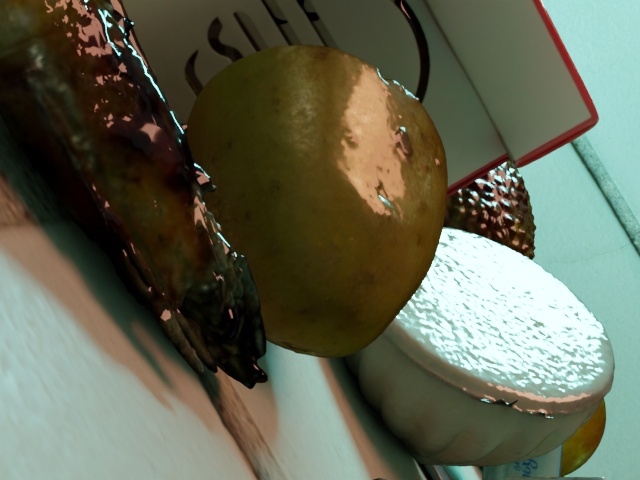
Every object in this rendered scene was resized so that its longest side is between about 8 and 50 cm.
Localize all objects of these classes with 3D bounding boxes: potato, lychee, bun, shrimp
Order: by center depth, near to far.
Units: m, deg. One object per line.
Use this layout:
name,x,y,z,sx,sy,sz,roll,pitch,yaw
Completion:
shrimp,-0.115,-0.091,0.598,0.365,0.071,0.233,63,7,-20
potato,0.000,0.000,0.745,0.203,0.178,0.158,72,11,-52
bun,0.122,0.123,1.062,0.263,0.175,0.263,17,32,-11
lychee,0.179,-0.027,1.622,0.260,0.261,0.260,58,7,-12

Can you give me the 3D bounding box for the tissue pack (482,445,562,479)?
tissue pack,0.230,0.194,1.272,0.177,0.089,0.263,37,56,-73

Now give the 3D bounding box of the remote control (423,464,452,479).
remote control,0.147,0.271,1.117,0.184,0.027,0.050,59,7,4

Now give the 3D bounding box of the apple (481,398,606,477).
apple,0.279,0.231,1.606,0.237,0.208,0.236,161,-90,-82

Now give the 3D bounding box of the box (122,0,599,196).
box,0.009,-0.196,0.999,0.314,0.300,0.312,57,7,-22

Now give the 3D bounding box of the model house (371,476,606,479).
model house,0.171,0.277,0.756,0.294,0.154,0.207,58,6,-15
